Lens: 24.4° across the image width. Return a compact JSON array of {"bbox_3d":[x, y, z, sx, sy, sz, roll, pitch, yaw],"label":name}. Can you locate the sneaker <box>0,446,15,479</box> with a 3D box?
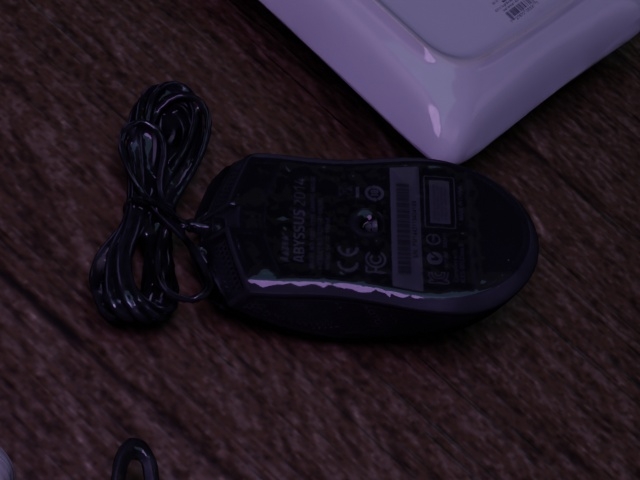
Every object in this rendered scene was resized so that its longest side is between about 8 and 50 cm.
[{"bbox_3d":[-0.205,0.201,0.674,0.086,0.085,0.237,10,68,0],"label":"sneaker"}]

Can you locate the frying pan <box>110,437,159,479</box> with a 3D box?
[{"bbox_3d":[-0.118,0.263,0.700,0.197,0.053,0.326,-11,58,-29],"label":"frying pan"}]

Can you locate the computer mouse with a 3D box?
[{"bbox_3d":[0.000,0.000,0.943,0.272,0.072,0.189,8,53,-2],"label":"computer mouse"}]

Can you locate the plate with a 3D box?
[{"bbox_3d":[0.081,-0.211,1.078,0.278,0.045,0.277,45,52,12],"label":"plate"}]
